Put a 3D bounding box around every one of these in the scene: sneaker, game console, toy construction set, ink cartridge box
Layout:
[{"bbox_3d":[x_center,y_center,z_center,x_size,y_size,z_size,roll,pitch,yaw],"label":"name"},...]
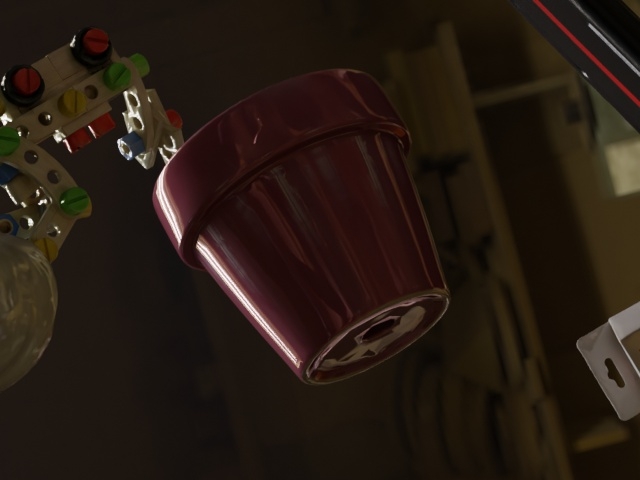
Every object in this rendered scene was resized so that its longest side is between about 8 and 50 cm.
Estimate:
[{"bbox_3d":[-0.222,0.044,0.736,0.094,0.212,0.080,4,-104,-65],"label":"sneaker"},{"bbox_3d":[0.292,-0.155,1.463,0.386,0.060,0.342,46,-176,7],"label":"game console"},{"bbox_3d":[-0.278,-0.116,1.882,0.327,0.151,0.215,-37,-84,-46],"label":"toy construction set"},{"bbox_3d":[0.375,0.107,1.651,0.115,0.198,0.067,57,-172,-15],"label":"ink cartridge box"}]

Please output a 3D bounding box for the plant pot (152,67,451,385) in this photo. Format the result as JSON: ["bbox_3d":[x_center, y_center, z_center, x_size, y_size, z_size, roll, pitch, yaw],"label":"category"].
[{"bbox_3d":[0.000,0.000,1.224,0.180,0.201,0.201,61,178,21],"label":"plant pot"}]
